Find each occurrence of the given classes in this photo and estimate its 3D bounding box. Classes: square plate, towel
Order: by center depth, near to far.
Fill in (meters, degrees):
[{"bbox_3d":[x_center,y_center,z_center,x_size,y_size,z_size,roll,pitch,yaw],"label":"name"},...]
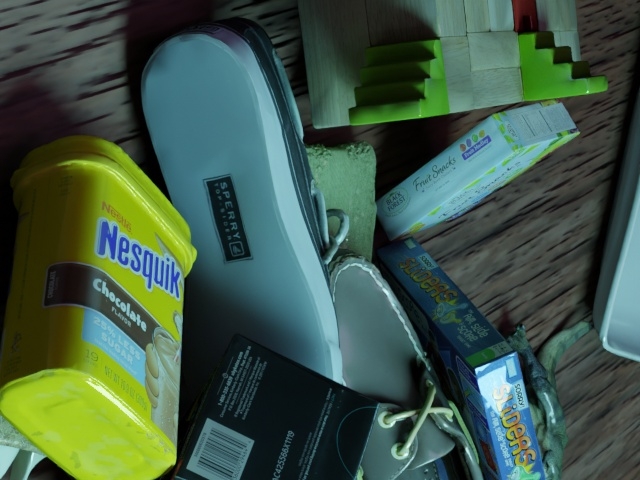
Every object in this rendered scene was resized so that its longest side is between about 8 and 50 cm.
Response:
[{"bbox_3d":[0.000,0.000,1.168,0.110,0.027,0.148,-6,103,-51],"label":"towel"},{"bbox_3d":[0.388,-0.028,1.654,0.344,0.049,0.347,23,79,-53],"label":"square plate"}]

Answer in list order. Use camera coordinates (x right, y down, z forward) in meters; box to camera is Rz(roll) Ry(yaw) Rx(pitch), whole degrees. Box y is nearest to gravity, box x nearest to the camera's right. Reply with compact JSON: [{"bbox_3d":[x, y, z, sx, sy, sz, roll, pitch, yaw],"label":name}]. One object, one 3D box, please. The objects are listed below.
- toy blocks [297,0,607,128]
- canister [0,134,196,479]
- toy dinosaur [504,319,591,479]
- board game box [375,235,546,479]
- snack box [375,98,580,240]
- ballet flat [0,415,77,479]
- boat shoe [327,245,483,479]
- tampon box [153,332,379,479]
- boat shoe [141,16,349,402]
[{"bbox_3d":[0.084,-0.221,1.108,0.381,0.190,0.261,-17,101,-62],"label":"toy blocks"},{"bbox_3d":[-0.128,0.042,0.907,0.126,0.073,0.170,51,27,-43],"label":"canister"},{"bbox_3d":[0.187,0.147,1.406,0.118,0.064,0.268,42,42,-26],"label":"toy dinosaur"},{"bbox_3d":[0.105,0.098,1.197,0.035,0.201,0.136,-22,120,-9],"label":"board game box"},{"bbox_3d":[0.120,-0.056,1.226,0.100,0.141,0.037,-16,74,-49],"label":"snack box"},{"bbox_3d":[-0.174,0.119,0.931,0.206,0.073,0.067,34,82,-47],"label":"ballet flat"},{"bbox_3d":[0.060,0.153,1.137,0.116,0.096,0.324,-24,104,-35],"label":"boat shoe"},{"bbox_3d":[-0.053,0.162,0.974,0.161,0.101,0.120,-57,-171,44],"label":"tampon box"},{"bbox_3d":[-0.042,0.004,1.052,0.105,0.113,0.306,-36,112,-63],"label":"boat shoe"}]
